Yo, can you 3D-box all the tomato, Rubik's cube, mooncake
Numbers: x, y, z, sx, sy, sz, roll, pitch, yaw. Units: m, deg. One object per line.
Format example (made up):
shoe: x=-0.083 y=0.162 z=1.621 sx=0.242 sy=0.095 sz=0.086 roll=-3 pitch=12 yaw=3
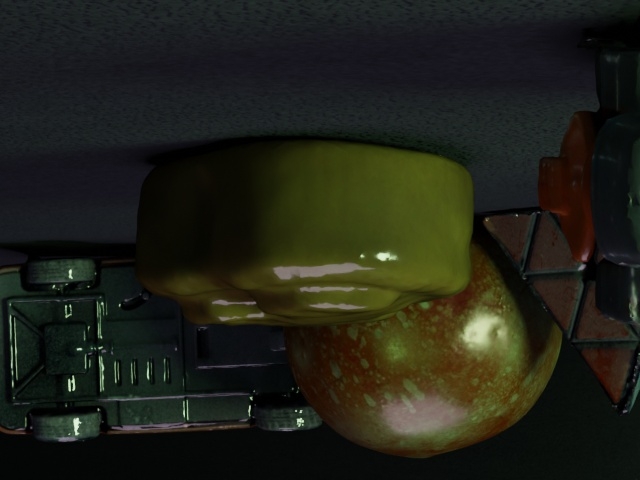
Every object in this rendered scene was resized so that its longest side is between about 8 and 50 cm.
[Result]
tomato: x=0.098 y=0.096 z=1.599 sx=0.270 sy=0.222 sz=0.270 roll=3 pitch=176 yaw=0
Rubik's cube: x=0.298 y=0.000 z=1.437 sx=0.178 sy=0.211 sz=0.190 roll=-24 pitch=167 yaw=-40
mooncake: x=0.000 y=0.000 z=1.140 sx=0.235 sy=0.117 sz=0.235 roll=0 pitch=172 yaw=0

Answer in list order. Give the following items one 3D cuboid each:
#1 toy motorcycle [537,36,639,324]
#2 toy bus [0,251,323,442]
toy motorcycle: x=0.264 y=-0.022 z=0.715 sx=0.326 sy=0.147 sz=0.221 roll=-1 pitch=-175 yaw=0
toy bus: x=-0.155 y=0.109 z=1.877 sx=0.427 sy=0.203 sz=0.233 roll=-2 pitch=180 yaw=-4
